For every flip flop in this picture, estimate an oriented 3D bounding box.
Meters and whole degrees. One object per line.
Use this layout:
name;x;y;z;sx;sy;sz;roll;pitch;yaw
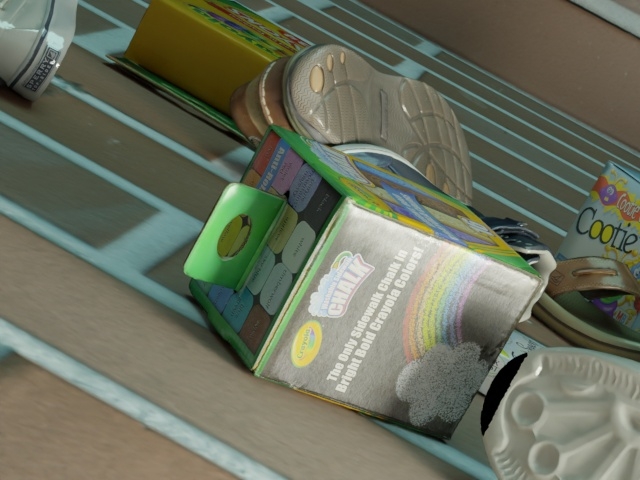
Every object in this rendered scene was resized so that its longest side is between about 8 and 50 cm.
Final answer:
flip flop;0.242;0.042;1.830;0.277;0.080;0.112;35;14;31

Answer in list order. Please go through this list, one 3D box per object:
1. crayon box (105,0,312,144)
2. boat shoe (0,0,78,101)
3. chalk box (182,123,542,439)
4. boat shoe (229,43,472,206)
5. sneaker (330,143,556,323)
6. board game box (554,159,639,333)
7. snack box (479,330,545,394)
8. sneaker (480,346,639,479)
crayon box;-0.071;-0.173;2.031;0.202;0.081;0.318;31;13;10
boat shoe;-0.266;-0.195;1.676;0.088;0.096;0.267;29;19;-18
chalk box;0.007;0.020;1.273;0.213;0.132;0.132;22;13;-30
boat shoe;0.035;-0.096;1.836;0.116;0.123;0.324;-9;-25;32
sneaker;0.100;-0.004;1.693;0.226;0.086;0.163;22;11;-31
board game box;0.388;0.044;2.000;0.275;0.142;0.144;19;15;-38
snack box;0.167;0.109;1.483;0.141;0.037;0.100;29;11;5
sneaker;0.269;0.187;1.227;0.323;0.130;0.236;29;1;29
